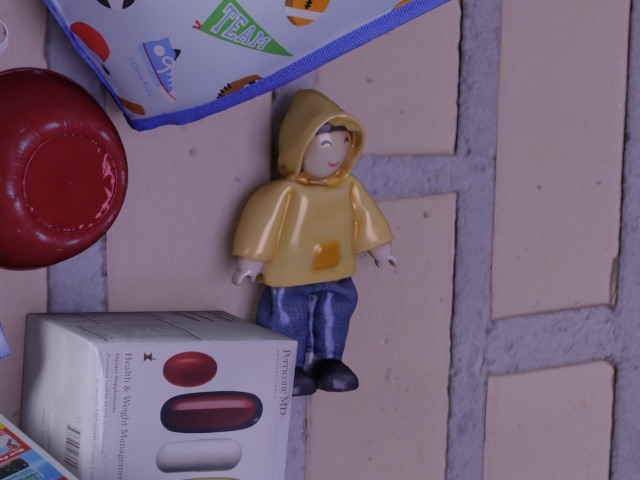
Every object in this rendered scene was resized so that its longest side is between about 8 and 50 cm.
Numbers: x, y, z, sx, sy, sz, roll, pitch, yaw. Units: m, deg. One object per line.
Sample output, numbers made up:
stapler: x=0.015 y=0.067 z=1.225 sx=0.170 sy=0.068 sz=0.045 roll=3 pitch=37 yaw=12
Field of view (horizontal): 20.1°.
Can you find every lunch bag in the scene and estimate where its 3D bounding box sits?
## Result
lunch bag: x=-0.076 y=-0.310 z=1.531 sx=0.385 sy=0.239 sz=0.328 roll=-29 pitch=117 yaw=4

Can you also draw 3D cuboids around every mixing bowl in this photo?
mixing bowl: x=-0.236 y=-0.055 z=1.562 sx=0.181 sy=0.098 sz=0.181 roll=-6 pitch=102 yaw=-30

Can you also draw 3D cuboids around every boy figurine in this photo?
boy figurine: x=0.000 y=0.000 z=1.725 sx=0.177 sy=0.092 sz=0.285 roll=1 pitch=101 yaw=-29

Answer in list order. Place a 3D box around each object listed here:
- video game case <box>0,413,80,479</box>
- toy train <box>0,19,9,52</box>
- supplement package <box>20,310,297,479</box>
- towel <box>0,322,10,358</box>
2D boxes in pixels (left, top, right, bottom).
video game case: x=-0.335 y=0.190 z=1.431 sx=0.204 sy=0.285 sz=0.025 roll=-23 pitch=117 yaw=-27
toy train: x=-0.349 y=-0.152 z=1.508 sx=0.166 sy=0.046 sz=0.125 roll=-43 pitch=119 yaw=-15
supplement package: x=-0.149 y=0.169 z=1.624 sx=0.203 sy=0.149 sz=0.194 roll=0 pitch=98 yaw=-31
towel: x=-0.380 y=0.004 z=1.477 sx=0.209 sy=0.034 sz=0.285 roll=-21 pitch=110 yaw=-24
